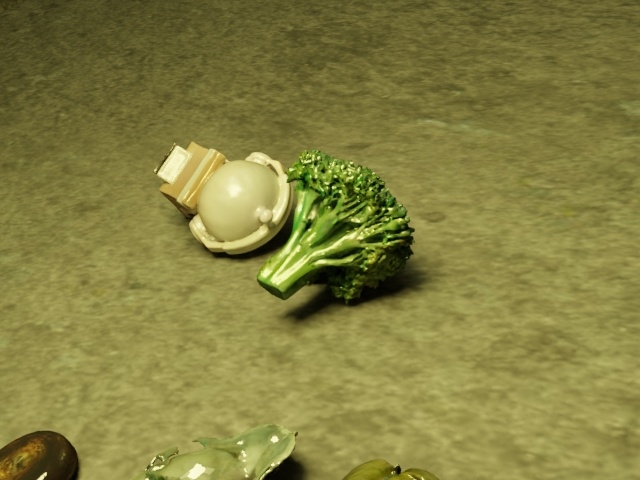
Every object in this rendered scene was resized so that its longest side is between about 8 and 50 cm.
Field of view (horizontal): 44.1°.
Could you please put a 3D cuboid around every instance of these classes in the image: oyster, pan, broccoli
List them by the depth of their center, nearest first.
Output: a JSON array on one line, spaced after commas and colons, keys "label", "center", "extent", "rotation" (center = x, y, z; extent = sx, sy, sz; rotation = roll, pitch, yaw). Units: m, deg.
[{"label": "oyster", "center": [-0.130, 0.248, 0.706], "extent": [0.199, 0.087, 0.252], "rotation": [-11, 24, 21]}, {"label": "pan", "center": [-0.286, 0.262, 0.786], "extent": [0.115, 0.040, 0.212], "rotation": [-32, 36, -18]}, {"label": "broccoli", "center": [0.000, 0.000, 0.971], "extent": [0.194, 0.220, 0.194], "rotation": [3, 73, -10]}]

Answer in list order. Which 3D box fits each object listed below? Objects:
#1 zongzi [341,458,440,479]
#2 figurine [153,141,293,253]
[{"label": "zongzi", "center": [0.072, 0.293, 0.532], "extent": [0.274, 0.125, 0.251], "rotation": [18, 51, 36]}, {"label": "figurine", "center": [-0.131, -0.059, 1.160], "extent": [0.236, 0.141, 0.163], "rotation": [23, 75, 40]}]
